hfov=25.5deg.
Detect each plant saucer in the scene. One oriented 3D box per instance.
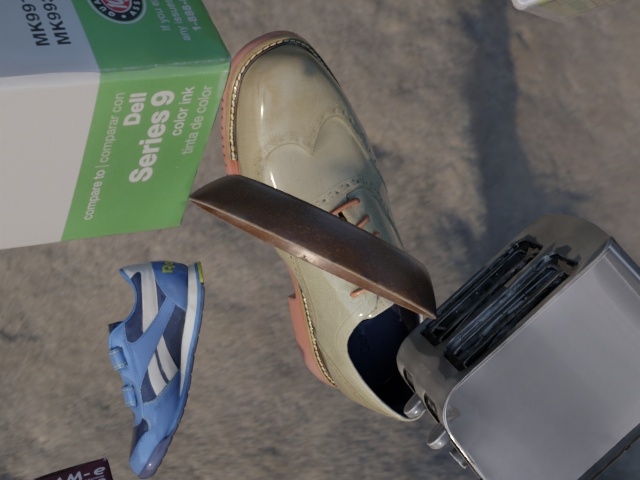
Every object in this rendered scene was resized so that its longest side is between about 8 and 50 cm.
[{"bbox_3d":[0.000,0.000,0.862,0.168,0.168,0.029,27,87,-11],"label":"plant saucer"}]

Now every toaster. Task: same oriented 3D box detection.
[{"bbox_3d":[0.145,0.075,0.885,0.185,0.168,0.110,-42,100,0],"label":"toaster"}]

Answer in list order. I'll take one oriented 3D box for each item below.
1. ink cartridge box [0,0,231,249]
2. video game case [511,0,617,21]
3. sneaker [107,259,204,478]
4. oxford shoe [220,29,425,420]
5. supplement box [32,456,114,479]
[{"bbox_3d":[-0.160,-0.075,0.481,0.212,0.093,0.154,-9,55,-27],"label":"ink cartridge box"},{"bbox_3d":[0.188,-0.145,0.648,0.193,0.212,0.023,-19,93,15],"label":"video game case"},{"bbox_3d":[-0.112,0.081,0.916,0.059,0.053,0.144,10,83,-10],"label":"sneaker"},{"bbox_3d":[0.026,-0.006,1.292,0.140,0.146,0.397,-32,124,-16],"label":"oxford shoe"},{"bbox_3d":[-0.182,0.326,1.222,0.073,0.130,0.239,-15,56,-7],"label":"supplement box"}]
